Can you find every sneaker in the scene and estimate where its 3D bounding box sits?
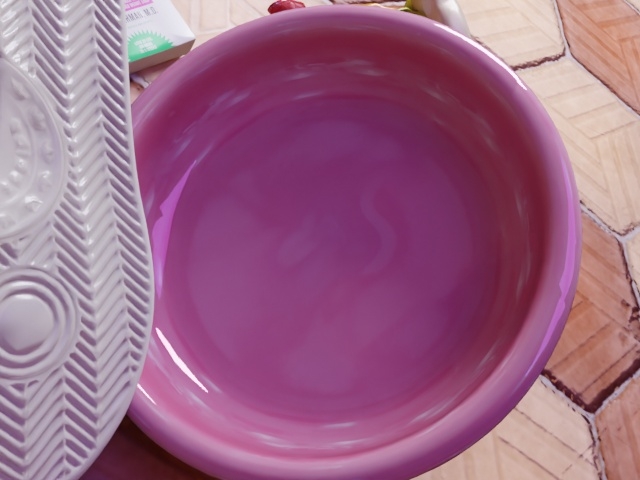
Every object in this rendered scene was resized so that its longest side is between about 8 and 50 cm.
[{"bbox_3d":[-0.197,-0.020,0.445,0.131,0.148,0.349,13,71,-49],"label":"sneaker"}]

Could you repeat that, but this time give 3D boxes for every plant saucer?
[{"bbox_3d":[0.000,0.000,0.491,0.332,0.084,0.332,-4,70,11],"label":"plant saucer"}]

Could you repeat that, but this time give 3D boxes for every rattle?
[{"bbox_3d":[0.095,-0.154,0.742,0.143,0.130,0.199,-18,101,-27],"label":"rattle"}]

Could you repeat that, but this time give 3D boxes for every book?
[{"bbox_3d":[-0.188,-0.210,0.618,0.096,0.035,0.144,-33,86,-36],"label":"book"}]

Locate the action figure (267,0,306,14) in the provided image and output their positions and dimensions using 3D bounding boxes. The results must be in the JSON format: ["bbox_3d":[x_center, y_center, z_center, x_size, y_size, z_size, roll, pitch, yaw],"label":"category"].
[{"bbox_3d":[-0.004,-0.069,0.616,0.139,0.091,0.280,-23,77,-45],"label":"action figure"}]
